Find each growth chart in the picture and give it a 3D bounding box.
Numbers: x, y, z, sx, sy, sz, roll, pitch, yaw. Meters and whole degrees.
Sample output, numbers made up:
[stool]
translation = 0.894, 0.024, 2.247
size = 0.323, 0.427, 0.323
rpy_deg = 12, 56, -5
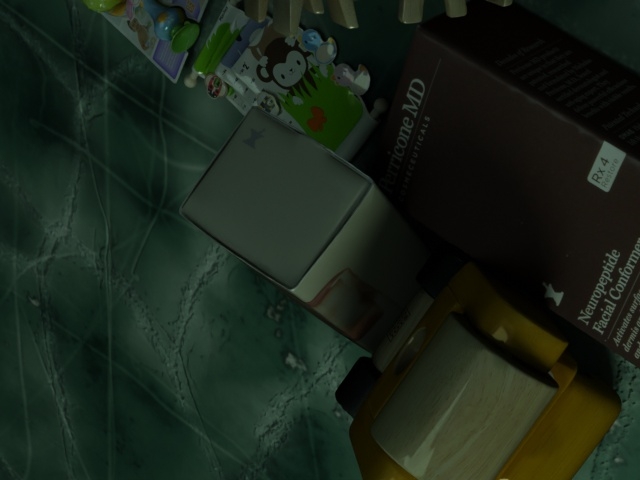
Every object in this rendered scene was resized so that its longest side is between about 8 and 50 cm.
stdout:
[growth chart]
translation = -0.039, -0.167, 1.578
size = 0.237, 0.021, 0.172
rpy_deg = 41, 130, 16

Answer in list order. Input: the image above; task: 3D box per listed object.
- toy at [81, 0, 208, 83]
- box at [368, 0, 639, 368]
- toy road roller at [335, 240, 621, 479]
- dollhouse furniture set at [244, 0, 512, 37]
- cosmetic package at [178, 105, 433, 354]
[toy]
translation = -0.236, -0.297, 1.655
size = 0.237, 0.056, 0.137
rpy_deg = 41, 130, 18
[box]
translation = 0.244, -0.048, 1.318
size = 0.381, 0.143, 0.191
rpy_deg = 35, 130, 24
[toy road roller]
translation = 0.172, 0.158, 1.370
size = 0.241, 0.329, 0.202
rpy_deg = 33, 98, -8
[dollhouse furniture set]
translation = 0.051, -0.285, 1.301
size = 0.259, 0.262, 0.135
rpy_deg = -140, 42, -62
[cosmetic package]
translation = 0.000, 0.000, 1.432
size = 0.153, 0.296, 0.129
rpy_deg = 35, 86, 25
